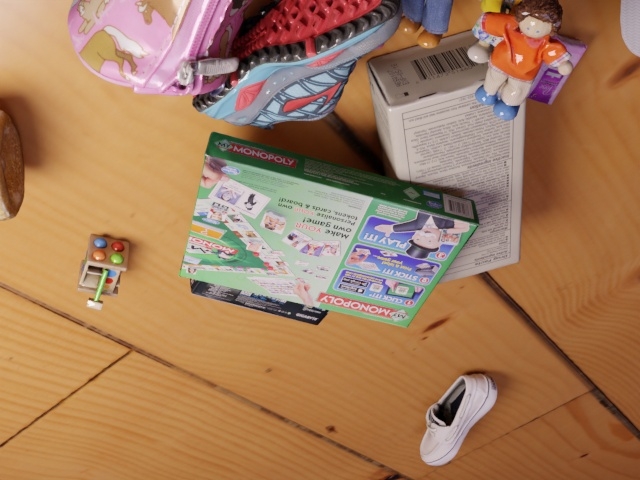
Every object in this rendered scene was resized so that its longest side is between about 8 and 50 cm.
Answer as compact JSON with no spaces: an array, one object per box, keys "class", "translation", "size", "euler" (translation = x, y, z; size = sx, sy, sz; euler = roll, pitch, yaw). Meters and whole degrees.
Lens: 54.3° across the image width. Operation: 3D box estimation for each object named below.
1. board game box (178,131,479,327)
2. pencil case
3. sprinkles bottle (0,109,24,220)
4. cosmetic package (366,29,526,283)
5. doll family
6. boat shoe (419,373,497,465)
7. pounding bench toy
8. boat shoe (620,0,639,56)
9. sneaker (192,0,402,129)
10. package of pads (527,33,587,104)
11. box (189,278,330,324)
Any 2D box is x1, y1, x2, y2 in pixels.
[{"class":"board game box","translation":[0.000,0.000,0.768],"size":[0.317,0.046,0.213],"euler":[14,136,-11]},{"class":"pencil case","translation":[-0.072,-0.292,0.477],"size":[0.167,0.160,0.386],"euler":[36,126,-1]},{"class":"sprinkles bottle","translation":[-0.502,-0.072,0.632],"size":[0.355,0.121,0.121],"euler":[-3,134,-12]},{"class":"cosmetic package","translation":[0.165,-0.090,0.796],"size":[0.160,0.113,0.309],"euler":[-15,136,0]},{"class":"doll family","translation":[0.133,-0.247,0.591],"size":[0.263,0.118,0.163],"euler":[29,158,11]},{"class":"boat shoe","translation":[0.260,0.365,1.289],"size":[0.084,0.095,0.258],"euler":[15,118,-22]},{"class":"pounding bench toy","translation":[-0.287,0.042,0.825],"size":[0.052,0.083,0.065],"euler":[13,129,-25]},{"class":"boat shoe","translation":[0.345,-0.339,0.607],"size":[0.121,0.119,0.335],"euler":[9,149,23]},{"class":"sneaker","translation":[-0.012,-0.186,0.641],"size":[0.262,0.104,0.125],"euler":[-13,157,42]},{"class":"package of pads","translation":[0.280,-0.211,0.765],"size":[0.050,0.032,0.083],"euler":[9,130,-19]},{"class":"box","translation":[-0.052,0.032,0.900],"size":[0.220,0.051,0.175],"euler":[18,127,-29]}]
